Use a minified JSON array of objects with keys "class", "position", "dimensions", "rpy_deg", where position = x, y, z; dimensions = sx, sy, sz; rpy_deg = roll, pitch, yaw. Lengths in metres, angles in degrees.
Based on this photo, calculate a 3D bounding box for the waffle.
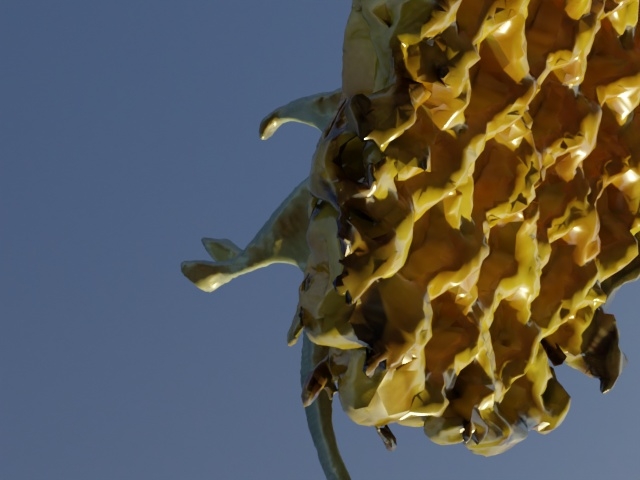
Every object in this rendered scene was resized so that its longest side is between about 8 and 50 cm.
[{"class":"waffle","position":[0.111,-0.065,0.856],"dimensions":[0.380,0.095,0.382],"rpy_deg":[20,-94,-60]}]

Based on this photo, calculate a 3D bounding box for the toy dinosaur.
[{"class":"toy dinosaur","position":[0.000,0.000,1.017],"dimensions":[0.092,0.205,0.393],"rpy_deg":[48,-153,-40]}]
